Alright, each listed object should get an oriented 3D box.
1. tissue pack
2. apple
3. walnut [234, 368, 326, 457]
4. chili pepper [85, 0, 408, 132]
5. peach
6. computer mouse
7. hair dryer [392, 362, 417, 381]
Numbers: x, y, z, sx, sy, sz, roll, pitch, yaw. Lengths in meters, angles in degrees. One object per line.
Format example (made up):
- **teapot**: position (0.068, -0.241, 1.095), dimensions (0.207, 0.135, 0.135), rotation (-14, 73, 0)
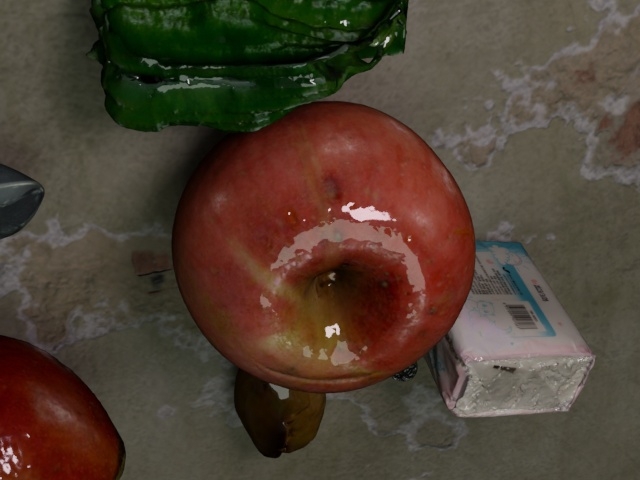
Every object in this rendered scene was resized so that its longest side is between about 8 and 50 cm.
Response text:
- **tissue pack**: position (0.232, 0.116, 1.569), dimensions (0.201, 0.271, 0.124), rotation (-2, 125, -15)
- **apple**: position (0.000, 0.000, 1.385), dimensions (0.364, 0.364, 0.364), rotation (-8, 128, -10)
- **walnut**: position (-0.059, 0.235, 1.668), dimensions (0.137, 0.137, 0.245), rotation (-11, 129, -8)
- **chili pepper**: position (-0.070, -0.217, 1.279), dimensions (0.385, 0.213, 0.167), rotation (-8, 147, -8)
- **peach**: position (-0.469, 0.300, 1.463), dimensions (0.417, 0.339, 0.353), rotation (4, 126, -24)
- **computer mouse**: position (-0.519, -0.041, 1.332), dimensions (0.379, 0.090, 0.167), rotation (-10, 163, -4)
- **hair dryer**: position (0.092, 0.141, 1.689), dimensions (0.047, 0.071, 0.150), rotation (-34, 112, 8)
